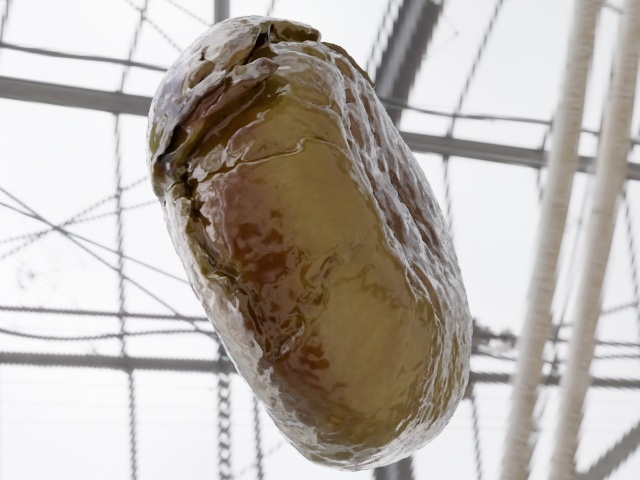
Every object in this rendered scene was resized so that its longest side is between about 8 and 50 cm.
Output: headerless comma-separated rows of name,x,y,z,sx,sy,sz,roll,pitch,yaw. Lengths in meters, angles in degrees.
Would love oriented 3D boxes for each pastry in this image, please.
pastry,0.000,0.000,1.130,0.164,0.356,0.356,-26,-67,9
